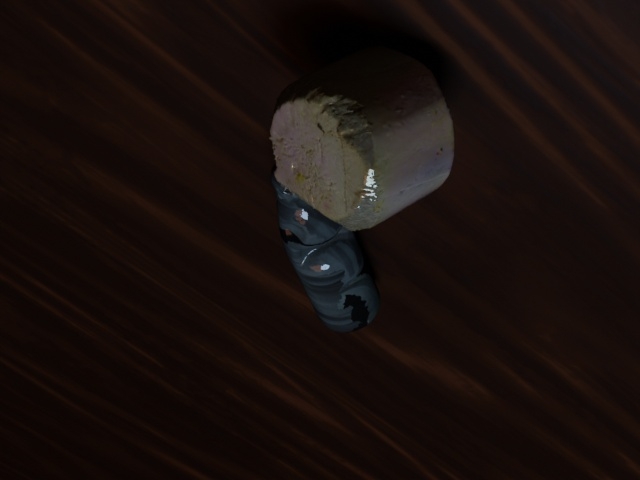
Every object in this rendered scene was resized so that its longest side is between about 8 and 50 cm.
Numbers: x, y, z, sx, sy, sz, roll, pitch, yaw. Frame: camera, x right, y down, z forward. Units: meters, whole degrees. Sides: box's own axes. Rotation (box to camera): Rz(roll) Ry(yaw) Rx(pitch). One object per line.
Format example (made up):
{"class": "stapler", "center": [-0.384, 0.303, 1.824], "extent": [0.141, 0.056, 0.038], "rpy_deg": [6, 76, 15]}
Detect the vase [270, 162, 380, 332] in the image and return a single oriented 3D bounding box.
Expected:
{"class": "vase", "center": [0.000, 0.000, 1.231], "extent": [0.060, 0.060, 0.211], "rpy_deg": [7, 148, 21]}

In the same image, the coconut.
{"class": "coconut", "center": [0.035, -0.074, 1.035], "extent": [0.116, 0.122, 0.116], "rpy_deg": [24, 126, 38]}
